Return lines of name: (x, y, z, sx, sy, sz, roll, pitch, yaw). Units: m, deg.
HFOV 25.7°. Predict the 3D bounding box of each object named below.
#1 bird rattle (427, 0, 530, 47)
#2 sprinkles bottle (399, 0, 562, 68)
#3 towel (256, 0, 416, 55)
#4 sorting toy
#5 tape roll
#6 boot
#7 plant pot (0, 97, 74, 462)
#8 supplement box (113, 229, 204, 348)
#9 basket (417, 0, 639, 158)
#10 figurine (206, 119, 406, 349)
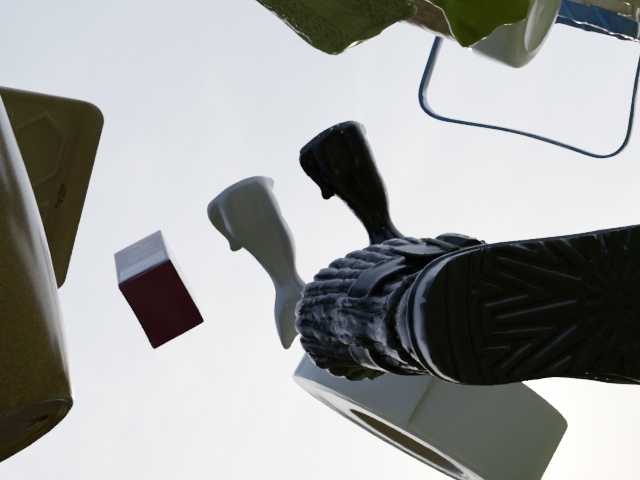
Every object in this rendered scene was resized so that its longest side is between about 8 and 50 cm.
bird rattle: (0.101, -0.299, 1.204, 0.207, 0.253, 0.143, -49, -2, -31)
sprinkles bottle: (0.065, -0.287, 1.408, 0.121, 0.355, 0.121, -48, -27, -35)
towel: (-0.011, -0.195, 1.023, 0.148, 0.027, 0.110, 37, -36, -22)
sorting toy: (-0.307, -0.048, 1.296, 0.208, 0.038, 0.193, 6, -78, -50)
tape roll: (0.114, 0.171, 1.479, 0.100, 0.286, 0.286, -59, -31, -10)
boot: (0.175, 0.055, 1.146, 0.347, 0.131, 0.260, 3, -6, -20)
plant pot: (-0.278, 0.030, 0.956, 0.237, 0.254, 0.237, -30, -14, -8)
supplement box: (-0.225, 0.064, 1.935, 0.080, 0.188, 0.104, -28, -74, -3)
basket: (0.257, -0.257, 1.612, 0.201, 0.254, 0.289, -20, -58, -68)
figurine: (0.000, 0.000, 1.654, 0.214, 0.209, 0.092, -29, -11, 14)
